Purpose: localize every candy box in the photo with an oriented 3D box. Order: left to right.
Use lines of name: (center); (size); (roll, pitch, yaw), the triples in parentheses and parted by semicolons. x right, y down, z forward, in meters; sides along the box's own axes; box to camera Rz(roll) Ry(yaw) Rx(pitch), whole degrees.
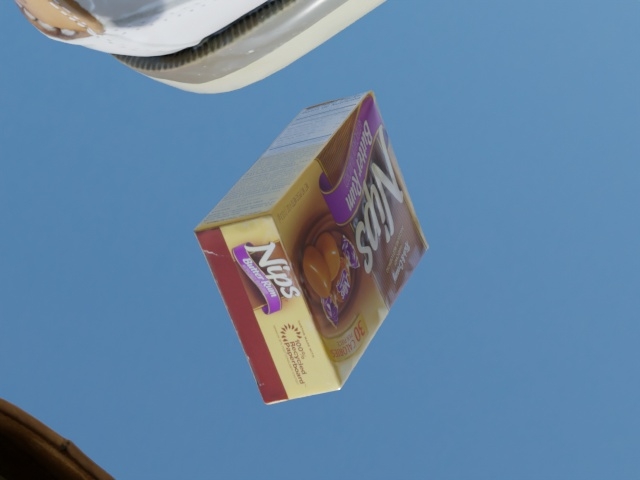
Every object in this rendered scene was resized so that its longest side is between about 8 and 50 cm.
candy box: (0.000, 0.000, 1.122); (0.109, 0.053, 0.187); (69, -153, -17)

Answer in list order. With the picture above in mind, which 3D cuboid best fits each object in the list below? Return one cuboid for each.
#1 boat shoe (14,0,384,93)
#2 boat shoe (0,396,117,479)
boat shoe: (0.030, -0.143, 0.450); (0.103, 0.302, 0.113); (17, -140, -50)
boat shoe: (-0.072, 0.181, 0.831); (0.324, 0.120, 0.122); (34, -144, 10)
